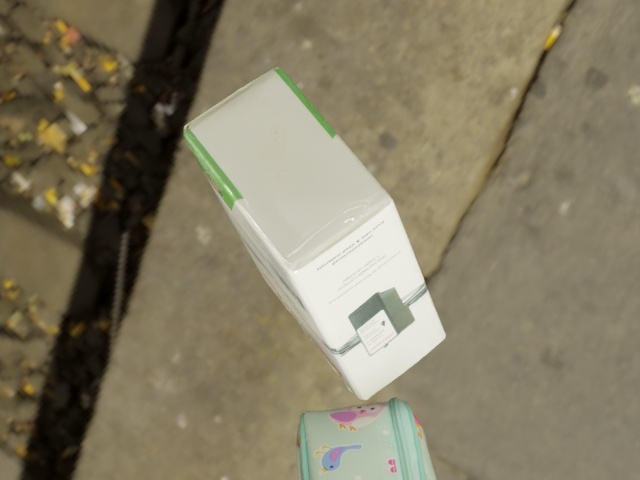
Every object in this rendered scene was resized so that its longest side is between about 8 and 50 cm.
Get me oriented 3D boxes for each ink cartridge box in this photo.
[{"bbox_3d":[0.000,0.000,1.159,0.153,0.087,0.208,51,173,32],"label":"ink cartridge box"}]

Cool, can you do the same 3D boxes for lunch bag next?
[{"bbox_3d":[0.055,0.279,1.223,0.108,0.224,0.279,-12,122,0],"label":"lunch bag"}]
